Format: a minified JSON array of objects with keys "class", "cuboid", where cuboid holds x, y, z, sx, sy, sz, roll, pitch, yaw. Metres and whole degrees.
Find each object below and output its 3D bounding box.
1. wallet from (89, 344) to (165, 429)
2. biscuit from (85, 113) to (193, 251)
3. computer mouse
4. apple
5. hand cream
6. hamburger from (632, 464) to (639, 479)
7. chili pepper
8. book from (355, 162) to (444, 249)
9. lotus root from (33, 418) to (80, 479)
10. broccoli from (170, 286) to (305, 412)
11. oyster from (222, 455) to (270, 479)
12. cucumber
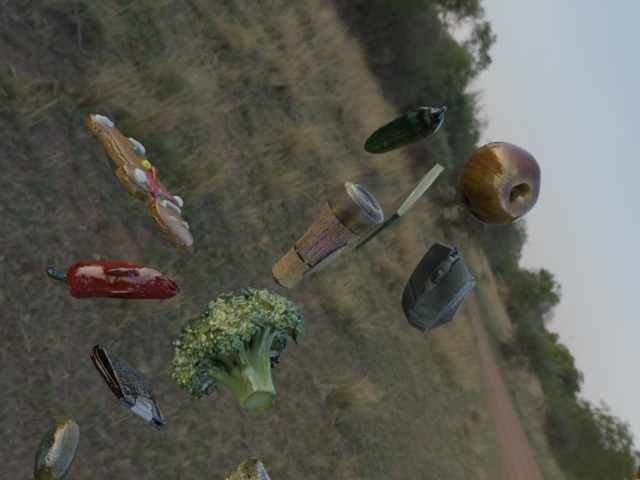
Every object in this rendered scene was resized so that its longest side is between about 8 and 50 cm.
[{"class":"wallet","cuboid":[-0.590,0.449,1.947,0.262,0.071,0.221,42,-13,43]},{"class":"biscuit","cuboid":[-0.352,-0.117,1.307,0.340,0.047,0.216,53,5,26]},{"class":"computer mouse","cuboid":[0.230,0.104,1.301,0.071,0.231,0.126,-17,55,-38]},{"class":"apple","cuboid":[0.267,-0.083,0.929,0.102,0.126,0.126,37,-17,54]},{"class":"hand cream","cuboid":[0.000,0.000,0.975,0.084,0.203,0.084,42,19,-18]},{"class":"hamburger","cuboid":[0.822,0.478,1.356,0.162,0.330,0.209,3,82,-29]},{"class":"chili pepper","cuboid":[-0.577,0.113,1.743,0.110,0.387,0.110,-177,-90,-90]},{"class":"book","cuboid":[0.209,-0.086,1.736,0.025,0.215,0.282,44,-26,-2]},{"class":"lotus root","cuboid":[-0.656,0.536,1.559,0.088,0.113,0.192,31,42,-29]},{"class":"broccoli","cuboid":[-0.182,0.227,1.351,0.235,0.288,0.260,35,17,-13]},{"class":"oyster","cuboid":[-0.123,0.420,0.918,0.133,0.209,0.072,43,-3,-23]},{"class":"cucumber","cuboid":[0.150,-0.191,1.092,0.250,0.056,0.056,-9,-74,65]}]
